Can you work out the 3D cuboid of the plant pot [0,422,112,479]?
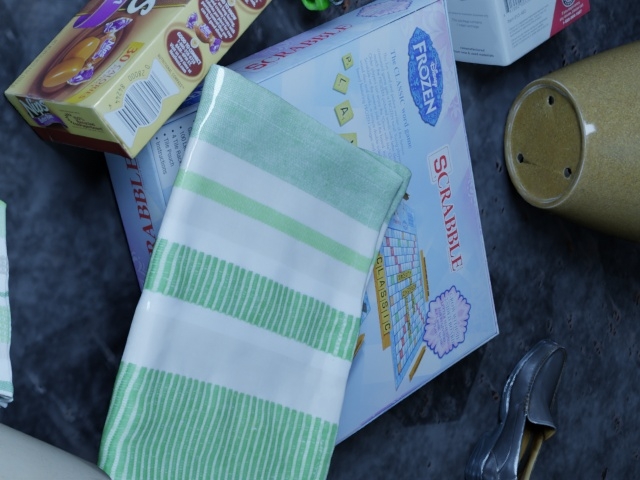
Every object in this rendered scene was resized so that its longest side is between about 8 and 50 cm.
[{"bbox_3d":[-0.295,0.169,0.780,0.274,0.256,0.256,40,71,-28],"label":"plant pot"}]

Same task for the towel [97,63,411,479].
[{"bbox_3d":[-0.043,0.070,0.992,0.248,0.038,0.324,24,81,-54],"label":"towel"}]

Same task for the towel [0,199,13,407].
[{"bbox_3d":[-0.237,0.023,0.874,0.113,0.023,0.152,28,44,-46],"label":"towel"}]

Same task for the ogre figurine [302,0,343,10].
[{"bbox_3d":[-0.001,-0.282,1.045,0.197,0.097,0.118,-61,153,6],"label":"ogre figurine"}]

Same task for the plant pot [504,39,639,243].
[{"bbox_3d":[0.308,-0.090,1.315,0.254,0.237,0.237,-4,103,-29],"label":"plant pot"}]

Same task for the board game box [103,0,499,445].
[{"bbox_3d":[0.000,0.000,1.125,0.318,0.066,0.318,-29,118,-36],"label":"board game box"}]

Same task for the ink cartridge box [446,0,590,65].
[{"bbox_3d":[0.157,-0.257,1.211,0.127,0.072,0.175,-34,122,-33],"label":"ink cartridge box"}]

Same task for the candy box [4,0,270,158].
[{"bbox_3d":[-0.113,-0.142,0.952,0.186,0.109,0.053,-53,130,-21],"label":"candy box"}]

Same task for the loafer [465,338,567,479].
[{"bbox_3d":[0.207,0.177,1.372,0.062,0.061,0.170,38,73,-41],"label":"loafer"}]
